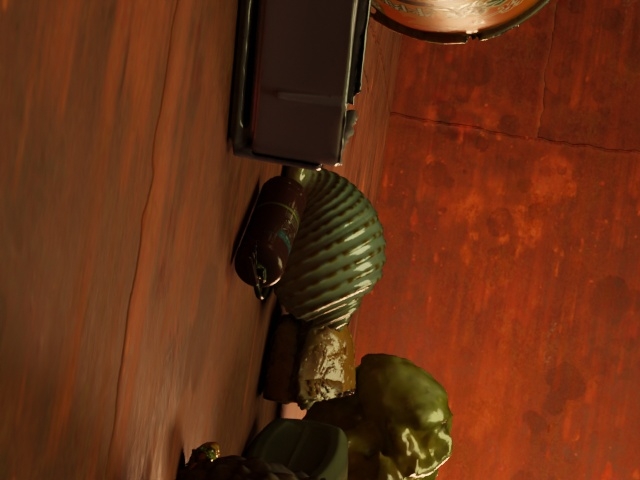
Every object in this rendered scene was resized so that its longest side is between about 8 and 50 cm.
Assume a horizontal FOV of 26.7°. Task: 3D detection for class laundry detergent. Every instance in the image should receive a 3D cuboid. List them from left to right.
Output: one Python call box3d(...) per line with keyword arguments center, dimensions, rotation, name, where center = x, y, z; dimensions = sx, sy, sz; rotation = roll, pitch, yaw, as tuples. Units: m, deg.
box3d(center=(-0.032, 0.304, 1.239), dimensions=(0.181, 0.091, 0.253), rotation=(-61, 158, -69), name="laundry detergent")

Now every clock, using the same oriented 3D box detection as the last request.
box3d(center=(-0.005, -0.156, 0.871), dimensions=(0.144, 0.073, 0.193), rotation=(-70, 167, -67), name="clock")

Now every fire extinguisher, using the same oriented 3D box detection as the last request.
box3d(center=(-0.039, 0.000, 0.982), dimensions=(0.132, 0.039, 0.056), rotation=(-74, 162, -58), name="fire extinguisher")

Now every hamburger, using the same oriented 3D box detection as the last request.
box3d(center=(-0.003, 0.101, 1.299), dimensions=(0.176, 0.087, 0.102), rotation=(-23, 123, -82), name="hamburger")

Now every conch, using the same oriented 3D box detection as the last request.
box3d(center=(0.006, 0.003, 1.195), dimensions=(0.135, 0.102, 0.153), rotation=(144, -44, -76), name="conch")

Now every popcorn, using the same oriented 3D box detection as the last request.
box3d(center=(0.038, 0.271, 1.501), dimensions=(0.225, 0.174, 0.286), rotation=(-58, 172, -32), name="popcorn")

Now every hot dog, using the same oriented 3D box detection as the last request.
box3d(center=(-0.080, 0.161, 0.879), dimensions=(0.037, 0.021, 0.083), rotation=(-62, 163, -45), name="hot dog")

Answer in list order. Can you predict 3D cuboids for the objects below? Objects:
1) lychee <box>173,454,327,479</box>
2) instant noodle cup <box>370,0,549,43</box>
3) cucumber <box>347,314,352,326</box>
box3d(center=(-0.027, 0.207, 0.698), dimensions=(0.165, 0.165, 0.197), rotation=(86, -21, -69), name="lychee")
box3d(center=(0.094, -0.285, 1.077), dimensions=(0.182, 0.230, 0.230), rotation=(8, 91, -76), name="instant noodle cup")
box3d(center=(0.009, 0.082, 1.552), dimensions=(0.244, 0.063, 0.115), rotation=(-71, 178, -68), name="cucumber")
